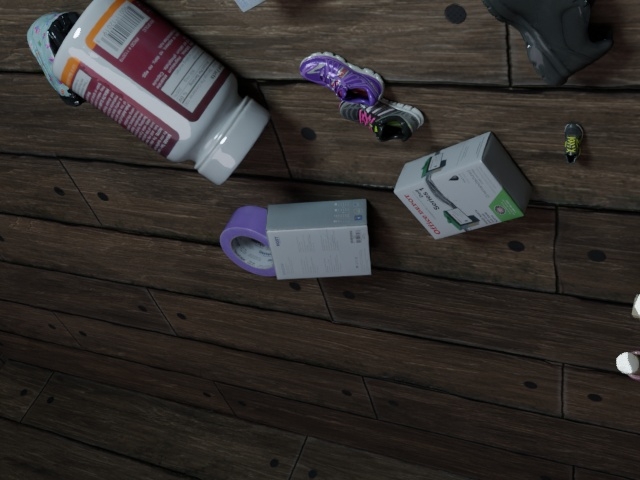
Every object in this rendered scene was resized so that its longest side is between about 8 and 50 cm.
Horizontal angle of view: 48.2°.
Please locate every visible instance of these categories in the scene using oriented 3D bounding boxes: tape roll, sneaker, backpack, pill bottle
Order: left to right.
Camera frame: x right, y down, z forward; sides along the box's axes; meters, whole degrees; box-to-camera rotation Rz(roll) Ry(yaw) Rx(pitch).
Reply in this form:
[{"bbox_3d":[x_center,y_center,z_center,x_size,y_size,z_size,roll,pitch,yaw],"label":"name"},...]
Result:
[{"bbox_3d":[-0.541,-0.398,1.537,0.115,0.152,0.182,6,135,32],"label":"backpack"},{"bbox_3d":[-0.308,-0.300,1.440,0.392,0.224,0.224,37,143,-14],"label":"pill bottle"},{"bbox_3d":[-0.160,0.003,1.856,0.188,0.080,0.189,16,144,12],"label":"tape roll"},{"bbox_3d":[0.037,-0.302,1.354,0.169,0.071,0.068,20,144,10],"label":"sneaker"},{"bbox_3d":[0.111,-0.234,1.389,0.170,0.075,0.063,16,144,14],"label":"sneaker"},{"bbox_3d":[0.336,-0.365,1.077,0.286,0.109,0.130,36,138,-30],"label":"sneaker"},{"bbox_3d":[0.455,-0.173,1.287,0.031,0.035,0.083,4,139,27],"label":"sneaker"}]

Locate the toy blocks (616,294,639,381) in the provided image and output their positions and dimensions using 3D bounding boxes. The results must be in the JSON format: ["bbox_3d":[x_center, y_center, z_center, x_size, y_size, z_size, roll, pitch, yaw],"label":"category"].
[{"bbox_3d":[0.773,0.156,1.397,0.288,0.309,0.260,12,177,38],"label":"toy blocks"}]

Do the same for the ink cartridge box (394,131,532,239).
[{"bbox_3d":[0.282,-0.103,1.434,0.219,0.093,0.160,-19,125,44],"label":"ink cartridge box"}]

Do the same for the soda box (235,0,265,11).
[{"bbox_3d":[-0.167,-0.527,1.170,0.091,0.098,0.286,-14,129,41],"label":"soda box"}]

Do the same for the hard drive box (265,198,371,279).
[{"bbox_3d":[0.000,0.000,1.680,0.232,0.089,0.181,-3,138,4],"label":"hard drive box"}]
